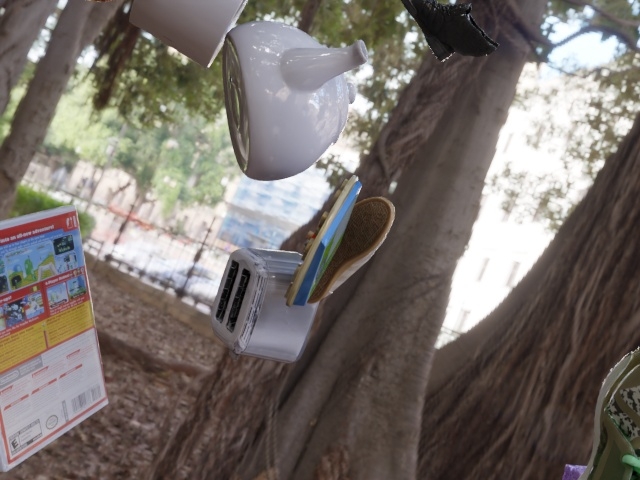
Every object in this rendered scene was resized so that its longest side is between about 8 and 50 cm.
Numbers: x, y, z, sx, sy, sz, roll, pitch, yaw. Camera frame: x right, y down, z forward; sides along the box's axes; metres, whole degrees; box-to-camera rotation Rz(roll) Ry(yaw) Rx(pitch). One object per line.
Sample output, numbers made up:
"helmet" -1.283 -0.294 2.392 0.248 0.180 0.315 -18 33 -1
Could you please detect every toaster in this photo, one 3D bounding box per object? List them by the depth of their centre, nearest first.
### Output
"toaster" -0.091 0.102 1.262 0.146 0.227 0.129 10 14 -39

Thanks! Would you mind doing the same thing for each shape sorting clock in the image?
"shape sorting clock" 0.000 0.000 1.027 0.040 0.206 0.206 25 -4 6

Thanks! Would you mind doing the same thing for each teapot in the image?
"teapot" -0.039 -0.211 1.104 0.187 0.252 0.256 -9 36 -15

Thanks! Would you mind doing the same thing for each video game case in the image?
"video game case" -0.357 0.112 0.918 0.025 0.285 0.204 -2 11 21

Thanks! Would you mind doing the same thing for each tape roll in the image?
"tape roll" -0.225 -0.473 1.371 0.169 0.246 0.246 30 -6 -12

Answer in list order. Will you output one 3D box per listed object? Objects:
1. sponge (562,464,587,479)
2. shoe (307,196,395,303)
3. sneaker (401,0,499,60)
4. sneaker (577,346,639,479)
"sponge" 0.424 0.381 1.030 0.210 0.117 0.031 10 0 -23
"shoe" 0.040 0.012 1.164 0.076 0.219 0.058 48 22 12
"sneaker" 0.197 -0.350 1.141 0.170 0.089 0.051 57 29 -9
"sneaker" 0.336 0.293 0.766 0.158 0.410 0.182 19 28 12
